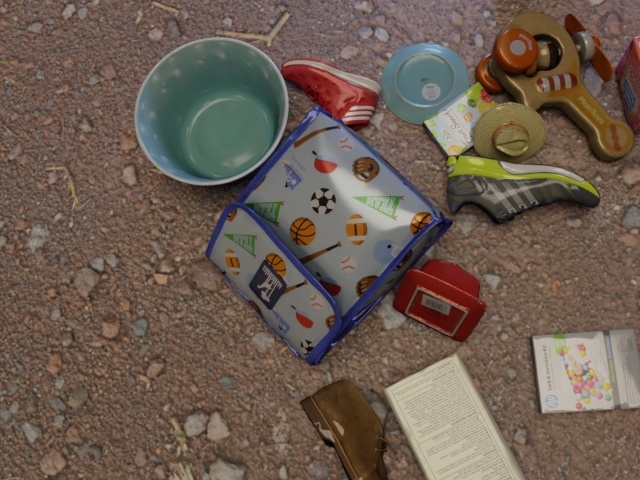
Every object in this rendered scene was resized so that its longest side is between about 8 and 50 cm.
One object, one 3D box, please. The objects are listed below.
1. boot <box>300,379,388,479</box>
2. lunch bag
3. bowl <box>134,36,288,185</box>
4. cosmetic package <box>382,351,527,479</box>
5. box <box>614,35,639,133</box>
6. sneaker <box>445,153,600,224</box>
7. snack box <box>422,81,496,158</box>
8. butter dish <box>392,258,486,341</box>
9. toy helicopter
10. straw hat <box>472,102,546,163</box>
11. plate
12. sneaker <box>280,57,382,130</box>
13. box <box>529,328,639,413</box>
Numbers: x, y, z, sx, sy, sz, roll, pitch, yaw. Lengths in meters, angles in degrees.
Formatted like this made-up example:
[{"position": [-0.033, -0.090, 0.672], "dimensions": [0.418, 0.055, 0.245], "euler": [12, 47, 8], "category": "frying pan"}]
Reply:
[{"position": [0.090, 0.398, 1.305], "dimensions": [0.115, 0.112, 0.305], "euler": [-31, 73, -11], "category": "boot"}, {"position": [0.000, 0.000, 1.343], "dimensions": [0.328, 0.239, 0.385], "euler": [46, 102, 14], "category": "lunch bag"}, {"position": [-0.206, -0.239, 1.453], "dimensions": [0.311, 0.163, 0.312], "euler": [-1, 78, 7], "category": "bowl"}, {"position": [0.251, 0.376, 1.280], "dimensions": [0.160, 0.113, 0.310], "euler": [-26, 76, 1], "category": "cosmetic package"}, {"position": [0.747, -0.319, 1.355], "dimensions": [0.299, 0.142, 0.154], "euler": [-9, 76, 5], "category": "box"}, {"position": [0.387, -0.087, 1.382], "dimensions": [0.299, 0.111, 0.121], "euler": [9, 89, 15], "category": "sneaker"}, {"position": [0.295, -0.241, 1.446], "dimensions": [0.141, 0.037, 0.100], "euler": [-36, 83, -1], "category": "snack box"}, {"position": [0.237, 0.093, 1.344], "dimensions": [0.160, 0.160, 0.118], "euler": [26, 57, 9], "category": "butter dish"}, {"position": [0.502, -0.313, 1.415], "dimensions": [0.235, 0.140, 0.355], "euler": [-40, 86, -12], "category": "toy helicopter"}, {"position": [0.373, -0.195, 1.379], "dimensions": [0.144, 0.145, 0.061], "euler": [-3, 34, 7], "category": "straw hat"}, {"position": [0.220, -0.335, 1.490], "dimensions": [0.188, 0.024, 0.188], "euler": [-2, 76, 6], "category": "plate"}, {"position": [0.008, -0.296, 1.478], "dimensions": [0.221, 0.087, 0.128], "euler": [15, 78, 12], "category": "sneaker"}, {"position": [0.495, 0.243, 1.316], "dimensions": [0.186, 0.038, 0.145], "euler": [-5, 77, 8], "category": "box"}]
